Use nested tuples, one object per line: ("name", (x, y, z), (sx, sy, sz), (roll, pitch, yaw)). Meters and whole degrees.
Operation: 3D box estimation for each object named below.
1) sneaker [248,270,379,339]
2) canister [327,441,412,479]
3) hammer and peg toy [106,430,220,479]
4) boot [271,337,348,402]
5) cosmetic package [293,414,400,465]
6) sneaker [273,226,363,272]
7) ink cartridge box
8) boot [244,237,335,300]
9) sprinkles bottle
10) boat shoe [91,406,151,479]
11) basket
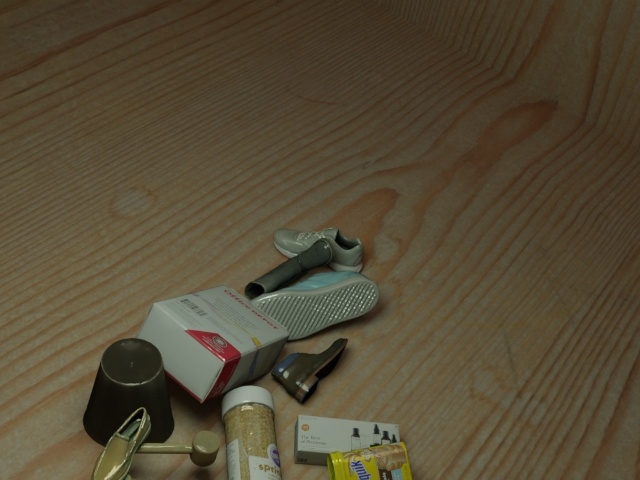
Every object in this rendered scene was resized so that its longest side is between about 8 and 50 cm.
("sneaker", (-0.039, 0.162, 2.326), (0.366, 0.135, 0.150), (-9, 16, -15))
("canister", (0.110, 0.514, 1.967), (0.170, 0.073, 0.126), (-8, 78, -12))
("hammer and peg toy", (-0.327, 0.559, 1.814), (0.266, 0.127, 0.361), (8, 43, -3))
("boot", (-0.023, 0.291, 2.201), (0.106, 0.082, 0.219), (32, 48, 15))
("cosmetic package", (0.061, 0.464, 2.057), (0.239, 0.060, 0.099), (7, 43, -8))
("sneaker", (0.000, 0.000, 2.480), (0.263, 0.121, 0.099), (16, 42, 3))
("ink cartridge box", (-0.246, 0.230, 2.083), (0.226, 0.131, 0.306), (35, 18, 20))
("boot", (-0.082, 0.077, 2.351), (0.208, 0.190, 0.076), (-21, 78, -40))
("sprinkles bottle", (-0.144, 0.489, 1.935), (0.121, 0.121, 0.355), (1, 45, -13))
("boat shoe", (-0.403, 0.413, 1.802), (0.068, 0.072, 0.190), (17, 44, 7))
("basket", (-0.415, 0.331, 1.953), (0.204, 0.226, 0.154), (9, 43, -4))
